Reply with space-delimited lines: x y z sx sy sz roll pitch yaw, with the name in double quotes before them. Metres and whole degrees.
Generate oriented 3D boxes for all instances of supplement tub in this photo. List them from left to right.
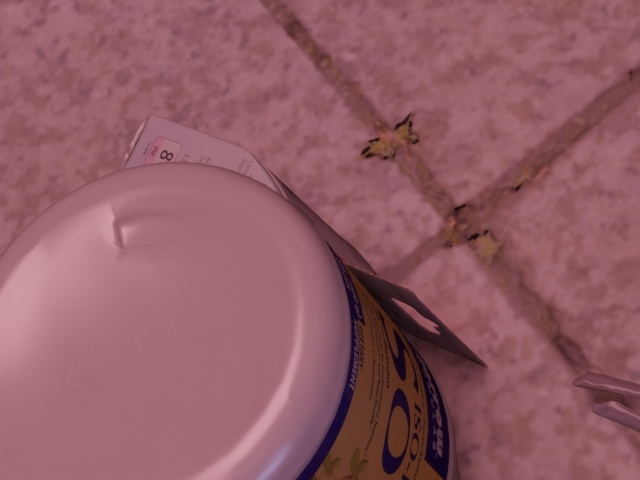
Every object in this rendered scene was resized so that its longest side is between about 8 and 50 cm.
"supplement tub" -0.052 0.119 1.235 0.241 0.331 0.241 -8 64 18

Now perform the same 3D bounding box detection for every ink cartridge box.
"ink cartridge box" 0.000 0.000 1.355 0.232 0.189 0.066 17 78 27

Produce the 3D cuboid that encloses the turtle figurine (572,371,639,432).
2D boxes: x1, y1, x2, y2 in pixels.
"turtle figurine" 0.305 0.136 1.172 0.266 0.198 0.274 -21 66 5
